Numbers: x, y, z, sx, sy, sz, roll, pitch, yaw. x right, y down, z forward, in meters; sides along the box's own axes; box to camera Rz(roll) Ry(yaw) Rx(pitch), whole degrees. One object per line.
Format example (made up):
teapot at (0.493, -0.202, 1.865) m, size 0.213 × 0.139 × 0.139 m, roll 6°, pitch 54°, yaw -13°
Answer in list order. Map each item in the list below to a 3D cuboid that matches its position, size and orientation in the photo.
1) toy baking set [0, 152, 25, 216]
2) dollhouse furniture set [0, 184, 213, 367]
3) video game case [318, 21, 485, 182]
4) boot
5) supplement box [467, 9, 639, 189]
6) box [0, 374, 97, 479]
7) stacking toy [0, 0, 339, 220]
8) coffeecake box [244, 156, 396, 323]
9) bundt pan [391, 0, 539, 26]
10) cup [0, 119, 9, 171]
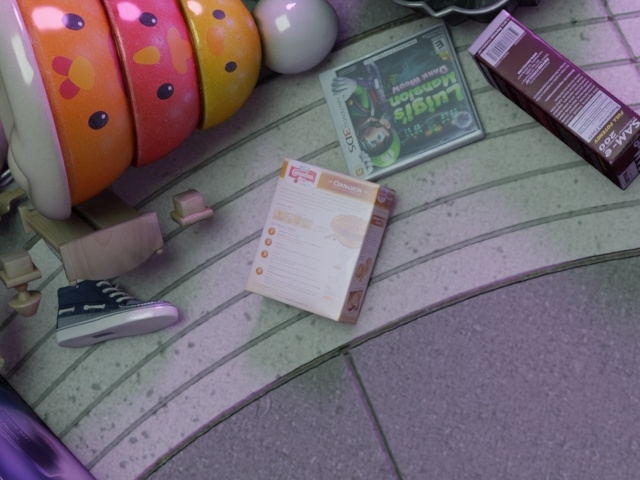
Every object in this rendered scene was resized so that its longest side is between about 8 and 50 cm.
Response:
toy baking set at (-0.417, -0.149, 2.023) m, size 0.196 × 0.030 × 0.256 m, roll -2°, pitch 73°, yaw 24°
dollhouse furniture set at (-0.355, 0.029, 1.919) m, size 0.355 × 0.174 × 0.303 m, roll -20°, pitch 26°, yaw -20°
video game case at (0.107, -0.183, 1.847) m, size 0.190 × 0.022 × 0.173 m, roll -21°, pitch 72°, yaw 14°
boot at (-0.286, 0.088, 1.897) m, size 0.190 × 0.069 × 0.086 m, roll -13°, pitch 69°, yaw 19°
supplement box at (0.304, -0.175, 1.717) m, size 0.239 × 0.130 × 0.073 m, roll 43°, pitch 93°, yaw 22°
box at (-0.468, 0.299, 1.791) m, size 0.296 × 0.294 × 0.183 m, roll 42°, pitch 91°, yaw 22°
stacking toy at (-0.203, -0.251, 1.825) m, size 0.479 × 0.351 × 0.351 m, roll -18°, pitch 70°, yaw -14°
coffeecake box at (0.000, 0.000, 1.807) m, size 0.142 × 0.068 × 0.186 m, roll 18°, pitch 91°, yaw 23°
bundt pan at (0.205, -0.428, 1.814) m, size 0.330 × 0.124 × 0.331 m, roll -5°, pitch 75°, yaw 18°
cup at (-0.653, -0.178, 1.984) m, size 0.331 × 0.237 × 0.331 m, roll -7°, pitch 71°, yaw 22°
